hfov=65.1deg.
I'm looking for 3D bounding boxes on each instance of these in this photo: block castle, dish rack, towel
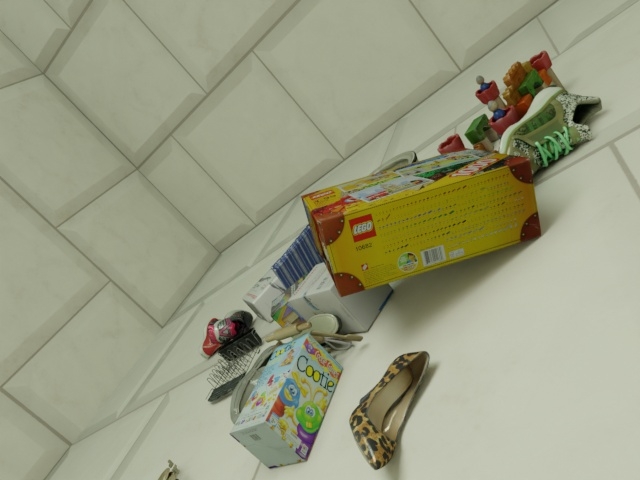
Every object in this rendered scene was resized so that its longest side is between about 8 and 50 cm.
[{"bbox_3d":[0.609,-0.442,1.699,0.303,0.213,0.453,-22,24,53],"label":"block castle"},{"bbox_3d":[-0.328,0.463,1.846,0.208,0.074,0.272,-35,16,29],"label":"dish rack"},{"bbox_3d":[-0.045,0.052,1.977,0.040,0.243,0.336,24,66,36],"label":"towel"}]

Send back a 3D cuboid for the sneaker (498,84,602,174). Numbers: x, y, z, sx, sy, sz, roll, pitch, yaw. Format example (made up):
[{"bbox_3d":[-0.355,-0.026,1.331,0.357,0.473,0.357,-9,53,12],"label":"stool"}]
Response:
[{"bbox_3d":[0.631,-0.282,1.368,0.182,0.158,0.410,12,59,51],"label":"sneaker"}]

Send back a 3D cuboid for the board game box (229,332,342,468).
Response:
[{"bbox_3d":[-0.076,0.393,1.244,0.144,0.142,0.275,-31,19,38],"label":"board game box"}]

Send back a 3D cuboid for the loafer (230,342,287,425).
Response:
[{"bbox_3d":[-0.172,0.418,1.485,0.111,0.112,0.319,-44,11,30],"label":"loafer"}]

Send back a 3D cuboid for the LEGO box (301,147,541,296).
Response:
[{"bbox_3d":[0.229,-0.069,1.286,0.499,0.193,0.372,-17,16,-4],"label":"LEGO box"}]

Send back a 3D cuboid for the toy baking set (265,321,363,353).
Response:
[{"bbox_3d":[-0.020,0.270,1.365,0.256,0.196,0.030,-29,46,36],"label":"toy baking set"}]

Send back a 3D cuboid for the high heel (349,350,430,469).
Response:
[{"bbox_3d":[0.148,0.313,0.968,0.186,0.093,0.261,-46,5,11],"label":"high heel"}]

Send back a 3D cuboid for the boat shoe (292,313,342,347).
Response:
[{"bbox_3d":[0.000,0.269,1.468,0.079,0.084,0.233,-1,-27,-34],"label":"boat shoe"}]

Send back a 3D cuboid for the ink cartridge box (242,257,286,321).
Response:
[{"bbox_3d":[-0.181,0.196,2.133,0.283,0.117,0.207,-46,15,-16],"label":"ink cartridge box"}]

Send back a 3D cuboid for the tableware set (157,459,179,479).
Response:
[{"bbox_3d":[-0.450,0.728,1.478,0.128,0.039,0.194,-62,15,-23],"label":"tableware set"}]

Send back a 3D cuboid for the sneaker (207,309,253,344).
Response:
[{"bbox_3d":[-0.344,0.357,2.065,0.111,0.121,0.299,-14,2,16],"label":"sneaker"}]

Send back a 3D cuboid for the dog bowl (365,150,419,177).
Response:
[{"bbox_3d":[0.250,-0.162,1.969,0.408,0.150,0.408,-39,14,12],"label":"dog bowl"}]

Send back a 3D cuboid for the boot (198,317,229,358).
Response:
[{"bbox_3d":[-0.461,0.415,2.315,0.176,0.088,0.244,-38,23,17],"label":"boot"}]

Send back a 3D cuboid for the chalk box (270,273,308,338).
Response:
[{"bbox_3d":[-0.049,0.213,1.717,0.213,0.132,0.132,-39,14,8],"label":"chalk box"}]

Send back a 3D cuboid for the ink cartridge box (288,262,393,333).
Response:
[{"bbox_3d":[0.057,0.163,1.496,0.232,0.168,0.171,-21,24,54],"label":"ink cartridge box"}]
